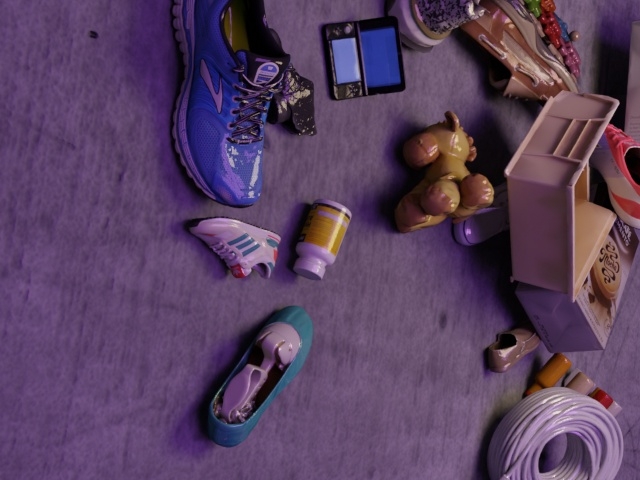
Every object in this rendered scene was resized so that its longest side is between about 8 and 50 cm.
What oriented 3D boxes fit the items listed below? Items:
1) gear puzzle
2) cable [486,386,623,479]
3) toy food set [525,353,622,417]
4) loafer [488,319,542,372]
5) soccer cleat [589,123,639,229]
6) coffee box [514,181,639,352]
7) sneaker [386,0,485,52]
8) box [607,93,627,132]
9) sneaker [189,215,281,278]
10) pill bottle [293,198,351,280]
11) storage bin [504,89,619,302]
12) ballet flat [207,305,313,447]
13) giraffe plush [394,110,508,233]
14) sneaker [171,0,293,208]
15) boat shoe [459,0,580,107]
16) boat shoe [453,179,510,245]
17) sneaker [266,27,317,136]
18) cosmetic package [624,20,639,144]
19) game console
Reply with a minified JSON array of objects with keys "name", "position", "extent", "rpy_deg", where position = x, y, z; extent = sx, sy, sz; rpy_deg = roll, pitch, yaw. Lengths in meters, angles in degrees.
[{"name":"gear puzzle","position":[0.394,-0.451,2.016],"extent":[0.339,0.044,0.175],"rpy_deg":[46,29,-34]},{"name":"cable","position":[0.435,0.400,2.048],"extent":[0.257,0.089,0.257],"rpy_deg":[25,93,-27]},{"name":"toy food set","position":[0.503,0.319,2.167],"extent":[0.104,0.111,0.232],"rpy_deg":[-48,138,3]},{"name":"loafer","position":[0.364,0.189,2.056],"extent":[0.148,0.056,0.050],"rpy_deg":[-40,124,-35]},{"name":"soccer cleat","position":[0.556,-0.169,2.083],"extent":[0.109,0.318,0.116],"rpy_deg":[-12,144,-18]},{"name":"coffee box","position":[0.494,0.048,2.100],"extent":[0.168,0.119,0.297],"rpy_deg":[56,45,-29]},{"name":"sneaker","position":[0.251,-0.514,1.841],"extent":[0.158,0.182,0.410],"rpy_deg":[21,77,-42]},{"name":"box","position":[0.675,-0.226,2.315],"extent":[0.158,0.093,0.155],"rpy_deg":[-3,92,-44]},{"name":"sneaker","position":[-0.122,0.013,1.587],"extent":[0.161,0.057,0.075],"rpy_deg":[17,74,-45]},{"name":"pill bottle","position":[0.000,0.000,1.698],"extent":[0.065,0.065,0.116],"rpy_deg":[35,67,-38]},{"name":"storage bin","position":[0.427,-0.084,1.920],"extent":[0.260,0.123,0.262],"rpy_deg":[-53,145,-36]},{"name":"ballet flat","position":[-0.082,0.187,1.601],"extent":[0.247,0.083,0.087],"rpy_deg":[-57,167,-24]},{"name":"giraffe plush","position":[0.207,-0.121,1.839],"extent":[0.210,0.181,0.170],"rpy_deg":[-9,80,-38]},{"name":"sneaker","position":[-0.120,-0.207,1.523],"extent":[0.130,0.147,0.329],"rpy_deg":[-13,100,-43]},{"name":"boat shoe","position":[0.358,-0.318,2.009],"extent":[0.120,0.122,0.324],"rpy_deg":[-43,121,2]},{"name":"boat shoe","position":[0.332,-0.062,2.004],"extent":[0.226,0.076,0.083],"rpy_deg":[-38,116,-36]},{"name":"sneaker","position":[-0.049,-0.236,1.658],"extent":[0.089,0.051,0.170],"rpy_deg":[-18,108,-42]},{"name":"cosmetic package","position":[0.724,-0.238,2.194],"extent":[0.217,0.156,0.384],"rpy_deg":[10,83,-43]},{"name":"game console","position":[0.070,-0.290,1.752],"extent":[0.107,0.071,0.122],"rpy_deg":[-16,101,-43]}]
